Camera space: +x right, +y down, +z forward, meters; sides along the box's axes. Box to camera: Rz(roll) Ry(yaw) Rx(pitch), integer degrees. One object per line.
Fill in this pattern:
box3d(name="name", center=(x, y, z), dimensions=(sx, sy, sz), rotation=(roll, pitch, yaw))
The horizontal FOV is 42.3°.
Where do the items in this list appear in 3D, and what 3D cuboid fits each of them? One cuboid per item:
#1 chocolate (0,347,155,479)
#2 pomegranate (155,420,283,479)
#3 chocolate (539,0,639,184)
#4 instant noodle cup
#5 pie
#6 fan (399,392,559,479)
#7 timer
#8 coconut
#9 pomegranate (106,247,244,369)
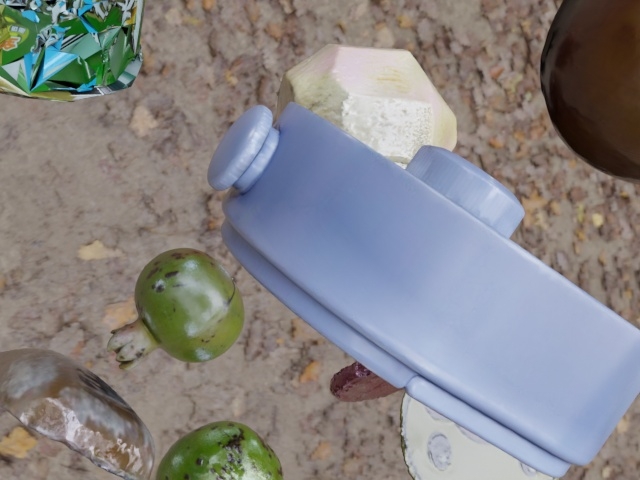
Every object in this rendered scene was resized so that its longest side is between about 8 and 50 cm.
box3d(name="chocolate", center=(-0.267, 0.166, 0.864), dimensions=(0.157, 0.254, 0.080), rotation=(42, 68, -29))
box3d(name="pomegranate", center=(-0.154, 0.403, 1.313), dimensions=(0.211, 0.263, 0.211), rotation=(-5, 105, -18))
box3d(name="chocolate", center=(0.226, -0.101, 0.495), dimensions=(0.177, 0.177, 0.176), rotation=(7, 78, -36))
box3d(name="instant noodle cup", center=(-0.241, -0.254, 0.692), dimensions=(0.240, 0.178, 0.240), rotation=(17, 35, -12))
box3d(name="pie", center=(0.088, 0.212, 1.275), dimensions=(0.154, 0.154, 0.036), rotation=(8, 55, -36))
box3d(name="fan", center=(0.192, 0.191, 0.987), dimensions=(0.230, 0.011, 0.335), rotation=(12, 62, -23))
box3d(name="timer", center=(0.080, 0.005, 0.727), dimensions=(0.395, 0.395, 0.173), rotation=(32, 97, -29))
box3d(name="coconut", center=(0.090, -0.208, 1.589), dimensions=(0.353, 0.353, 0.352), rotation=(7, 78, -36))
box3d(name="pomegranate", center=(-0.211, 0.118, 1.259), dimensions=(0.179, 0.179, 0.210), rotation=(29, 103, -31))
